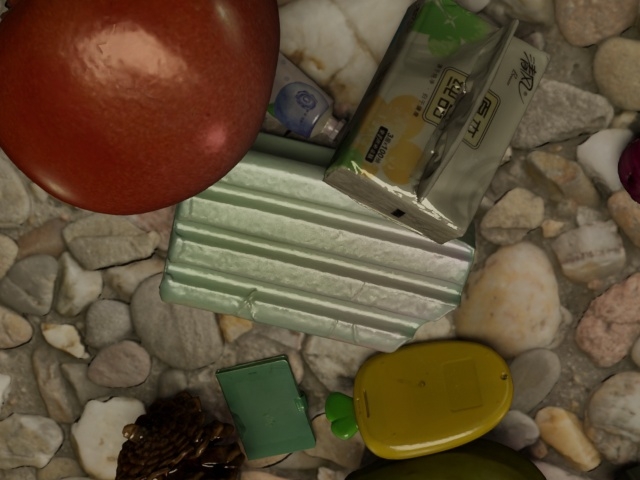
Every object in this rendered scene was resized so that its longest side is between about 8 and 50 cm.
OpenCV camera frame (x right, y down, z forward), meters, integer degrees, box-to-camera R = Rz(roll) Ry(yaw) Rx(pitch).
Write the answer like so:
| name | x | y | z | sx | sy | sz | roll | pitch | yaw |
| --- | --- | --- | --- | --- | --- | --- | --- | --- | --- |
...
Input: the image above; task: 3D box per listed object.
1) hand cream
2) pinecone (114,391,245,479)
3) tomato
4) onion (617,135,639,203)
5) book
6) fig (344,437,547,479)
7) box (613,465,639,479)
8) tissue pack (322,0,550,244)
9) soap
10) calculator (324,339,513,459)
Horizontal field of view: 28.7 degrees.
| name | x | y | z | sx | sy | sz | roll | pitch | yaw |
| --- | --- | --- | --- | --- | --- | --- | --- | --- | --- |
| hand cream | -0.035 | -0.163 | 1.447 | 0.142 | 0.053 | 0.084 | 34 | 112 | 1 |
| pinecone | -0.179 | 0.314 | 1.588 | 0.169 | 0.185 | 0.212 | 12 | 131 | 26 |
| tomato | -0.181 | -0.187 | 1.296 | 0.341 | 0.341 | 0.273 | -39 | 104 | 18 |
| onion | 0.399 | -0.082 | 1.422 | 0.115 | 0.115 | 0.104 | 38 | 67 | -11 |
| book | -0.066 | 0.217 | 1.622 | 0.103 | 0.017 | 0.135 | -14 | 110 | 13 |
| fig | 0.151 | 0.350 | 1.548 | 0.271 | 0.239 | 0.239 | 19 | 113 | 5 |
| box | 0.469 | 0.377 | 1.580 | 0.129 | 0.148 | 0.210 | -30 | 108 | 4 |
| tissue pack | 0.130 | -0.135 | 1.338 | 0.159 | 0.145 | 0.229 | 29 | 77 | -7 |
| soap | 0.000 | 0.000 | 1.472 | 0.347 | 0.115 | 0.208 | 13 | 114 | -1 |
| calculator | 0.119 | 0.194 | 1.536 | 0.235 | 0.146 | 0.032 | -13 | 146 | 7 |
